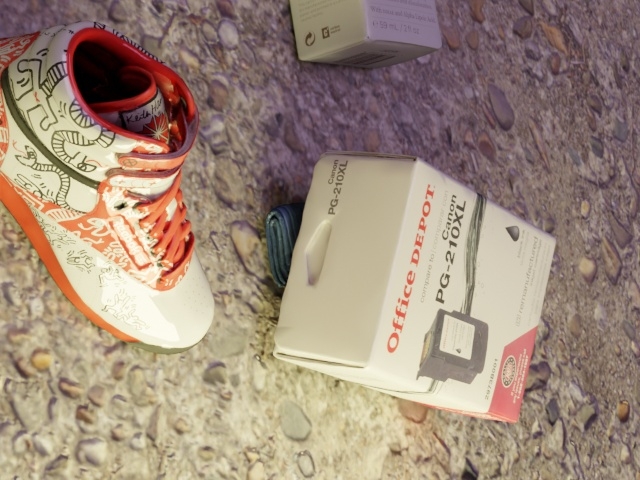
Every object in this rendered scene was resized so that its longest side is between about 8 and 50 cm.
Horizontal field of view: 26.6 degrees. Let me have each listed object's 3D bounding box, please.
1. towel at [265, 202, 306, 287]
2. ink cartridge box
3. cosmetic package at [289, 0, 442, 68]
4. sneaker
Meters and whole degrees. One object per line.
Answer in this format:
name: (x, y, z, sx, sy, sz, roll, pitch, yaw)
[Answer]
towel: (0.000, 0.000, 1.125, 0.119, 0.029, 0.067, -7, 87, -50)
ink cartridge box: (0.085, 0.043, 1.121, 0.237, 0.100, 0.172, 24, 76, -50)
cosmetic package: (0.028, -0.274, 1.194, 0.117, 0.085, 0.231, -4, 84, -51)
sneaker: (-0.122, -0.027, 0.891, 0.270, 0.145, 0.090, 52, 45, -28)
